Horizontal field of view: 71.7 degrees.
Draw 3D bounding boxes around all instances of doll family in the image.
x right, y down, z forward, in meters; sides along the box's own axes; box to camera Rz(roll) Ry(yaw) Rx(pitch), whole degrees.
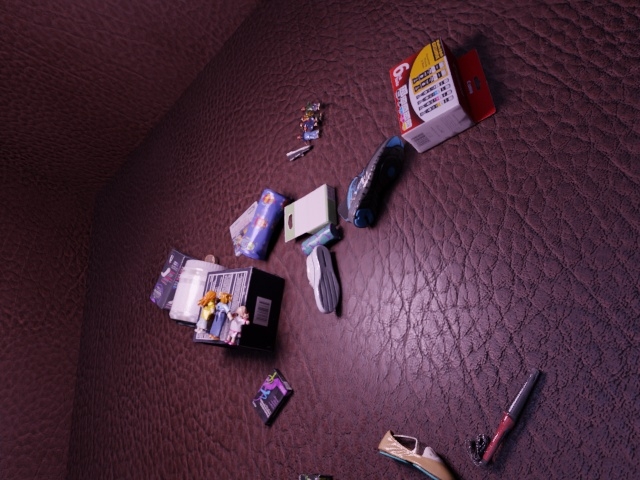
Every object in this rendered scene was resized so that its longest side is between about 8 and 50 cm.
[{"bbox_3d":[-0.052,-0.512,1.934,0.111,0.076,0.193,-1,64,24],"label":"doll family"},{"bbox_3d":[-0.369,0.263,1.583,0.263,0.118,0.163,7,77,45],"label":"doll family"}]

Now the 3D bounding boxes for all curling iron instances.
[{"bbox_3d":[0.435,0.418,1.051,0.068,0.035,0.274,40,100,46],"label":"curling iron"}]

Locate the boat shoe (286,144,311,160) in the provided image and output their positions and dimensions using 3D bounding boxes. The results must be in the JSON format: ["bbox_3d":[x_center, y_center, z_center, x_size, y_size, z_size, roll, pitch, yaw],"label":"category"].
[{"bbox_3d":[-0.091,-0.383,1.940,0.125,0.046,0.038,-17,104,27],"label":"boat shoe"}]

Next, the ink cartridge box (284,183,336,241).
[{"bbox_3d":[-0.043,-0.099,1.748,0.235,0.056,0.171,-27,54,37],"label":"ink cartridge box"}]

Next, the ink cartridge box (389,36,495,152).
[{"bbox_3d":[0.391,-0.494,1.455,0.272,0.130,0.309,-25,55,33],"label":"ink cartridge box"}]

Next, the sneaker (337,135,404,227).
[{"bbox_3d":[0.168,-0.217,1.548,0.140,0.125,0.341,31,92,52],"label":"sneaker"}]

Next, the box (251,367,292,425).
[{"bbox_3d":[-0.176,0.559,1.586,0.116,0.029,0.162,40,102,46],"label":"box"}]

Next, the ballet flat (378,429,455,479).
[{"bbox_3d":[0.251,0.554,1.141,0.232,0.080,0.073,6,61,44],"label":"ballet flat"}]

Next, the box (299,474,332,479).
[{"bbox_3d":[-0.015,0.729,1.324,0.083,0.062,0.052,-21,56,37],"label":"box"}]

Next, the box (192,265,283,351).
[{"bbox_3d":[-0.324,0.273,1.751,0.294,0.183,0.296,-7,67,40],"label":"box"}]

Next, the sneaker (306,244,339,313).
[{"bbox_3d":[0.005,0.146,1.576,0.091,0.094,0.258,-48,38,48],"label":"sneaker"}]

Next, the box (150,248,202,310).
[{"bbox_3d":[-0.694,0.202,2.175,0.165,0.143,0.270,19,84,48],"label":"box"}]

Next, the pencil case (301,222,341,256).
[{"bbox_3d":[0.000,0.000,1.650,0.152,0.070,0.064,-34,76,25],"label":"pencil case"}]

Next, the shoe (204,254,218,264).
[{"bbox_3d":[-0.529,0.178,2.099,0.077,0.058,0.219,12,83,15],"label":"shoe"}]

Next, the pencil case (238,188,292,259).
[{"bbox_3d":[-0.235,-0.067,1.873,0.119,0.133,0.306,24,89,12],"label":"pencil case"}]

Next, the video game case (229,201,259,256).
[{"bbox_3d":[-0.335,-0.054,2.035,0.201,0.023,0.183,-41,48,22],"label":"video game case"}]

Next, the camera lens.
[{"bbox_3d":[-0.519,0.243,1.930,0.219,0.219,0.274,-3,69,43],"label":"camera lens"}]
